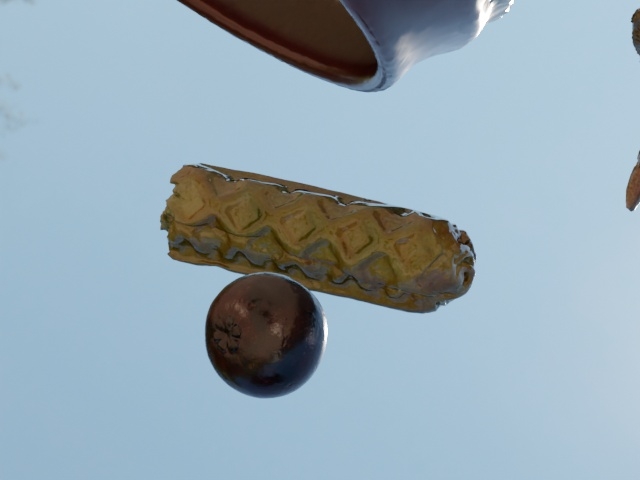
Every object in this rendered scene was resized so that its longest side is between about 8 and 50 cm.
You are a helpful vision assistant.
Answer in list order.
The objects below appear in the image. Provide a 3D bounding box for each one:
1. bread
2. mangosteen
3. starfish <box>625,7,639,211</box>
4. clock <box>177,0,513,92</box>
[{"bbox_3d":[0.000,-0.001,1.305,0.269,0.098,0.087,12,-128,15],"label":"bread"},{"bbox_3d":[-0.031,0.059,0.975,0.081,0.081,0.081,-18,-145,14],"label":"mangosteen"},{"bbox_3d":[0.273,-0.099,1.000,0.216,0.238,0.071,-22,-129,32],"label":"starfish"},{"bbox_3d":[-0.072,-0.162,0.492,0.080,0.318,0.318,-54,-142,-3],"label":"clock"}]
